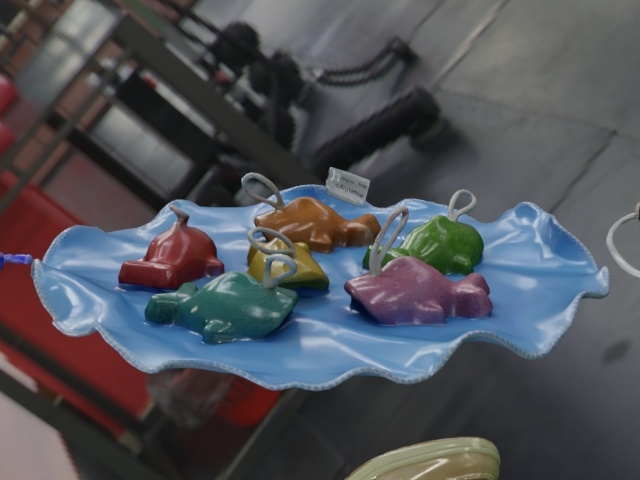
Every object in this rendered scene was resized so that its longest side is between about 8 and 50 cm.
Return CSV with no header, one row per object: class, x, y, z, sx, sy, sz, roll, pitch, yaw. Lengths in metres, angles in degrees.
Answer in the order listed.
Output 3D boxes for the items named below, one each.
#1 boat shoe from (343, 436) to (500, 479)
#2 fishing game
boat shoe,0.041,0.270,1.193,0.285,0.104,0.089,-27,51,8
fishing game,0.000,0.000,0.419,0.189,0.264,0.041,-97,6,-74
